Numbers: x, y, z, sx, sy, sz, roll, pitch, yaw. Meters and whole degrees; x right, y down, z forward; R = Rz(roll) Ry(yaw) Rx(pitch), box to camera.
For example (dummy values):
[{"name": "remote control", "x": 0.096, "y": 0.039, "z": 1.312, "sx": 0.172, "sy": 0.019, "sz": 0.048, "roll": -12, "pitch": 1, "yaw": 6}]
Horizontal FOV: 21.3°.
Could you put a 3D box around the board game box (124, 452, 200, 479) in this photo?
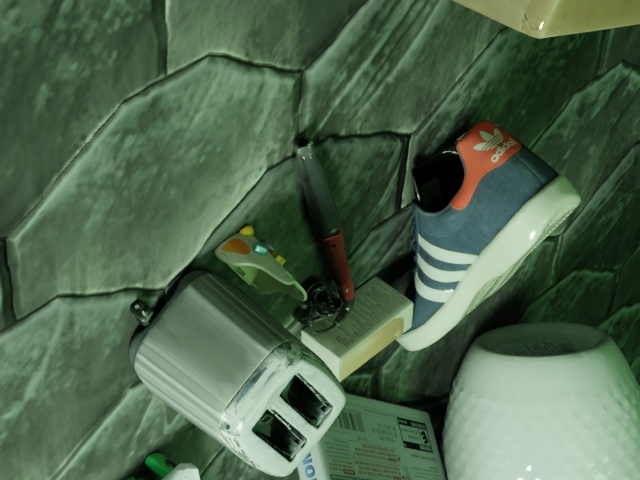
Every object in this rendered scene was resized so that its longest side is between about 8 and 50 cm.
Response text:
[{"name": "board game box", "x": -0.262, "y": 0.444, "z": 1.728, "sx": 0.390, "sy": 0.050, "sz": 0.390, "roll": -39, "pitch": 146, "yaw": -28}]

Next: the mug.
[{"name": "mug", "x": 0.285, "y": 0.268, "z": 2.148, "sx": 0.374, "sy": 0.276, "sz": 0.328, "roll": -62, "pitch": 149, "yaw": -76}]

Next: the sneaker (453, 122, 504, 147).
[{"name": "sneaker", "x": 0.187, "y": -0.089, "z": 1.849, "sx": 0.071, "sy": 0.068, "sz": 0.170, "roll": -63, "pitch": 162, "yaw": -17}]

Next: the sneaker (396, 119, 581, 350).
[{"name": "sneaker", "x": 0.141, "y": -0.009, "z": 1.806, "sx": 0.131, "sy": 0.148, "sz": 0.350, "roll": -38, "pitch": 171, "yaw": -36}]

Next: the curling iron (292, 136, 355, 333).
[{"name": "curling iron", "x": 0.000, "y": 0.000, "z": 1.677, "sx": 0.068, "sy": 0.035, "sz": 0.274, "roll": -39, "pitch": 147, "yaw": -26}]

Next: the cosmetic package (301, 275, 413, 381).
[{"name": "cosmetic package", "x": 0.039, "y": 0.094, "z": 1.806, "sx": 0.115, "sy": 0.060, "sz": 0.041, "roll": -34, "pitch": 145, "yaw": -29}]

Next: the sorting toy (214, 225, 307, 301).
[{"name": "sorting toy", "x": -0.047, "y": 0.029, "z": 1.598, "sx": 0.045, "sy": 0.075, "sz": 0.083, "roll": -51, "pitch": 151, "yaw": -6}]

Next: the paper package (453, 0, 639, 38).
[{"name": "paper package", "x": 0.274, "y": -0.357, "z": 1.577, "sx": 0.325, "sy": 0.168, "sz": 0.310, "roll": -17, "pitch": 135, "yaw": -48}]

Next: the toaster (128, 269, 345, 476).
[{"name": "toaster", "x": -0.075, "y": 0.125, "z": 1.585, "sx": 0.129, "sy": 0.146, "sz": 0.227, "roll": -51, "pitch": 150, "yaw": -8}]

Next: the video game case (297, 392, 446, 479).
[{"name": "video game case", "x": 0.077, "y": 0.321, "z": 1.901, "sx": 0.036, "sy": 0.300, "sz": 0.329, "roll": -22, "pitch": 160, "yaw": 22}]
